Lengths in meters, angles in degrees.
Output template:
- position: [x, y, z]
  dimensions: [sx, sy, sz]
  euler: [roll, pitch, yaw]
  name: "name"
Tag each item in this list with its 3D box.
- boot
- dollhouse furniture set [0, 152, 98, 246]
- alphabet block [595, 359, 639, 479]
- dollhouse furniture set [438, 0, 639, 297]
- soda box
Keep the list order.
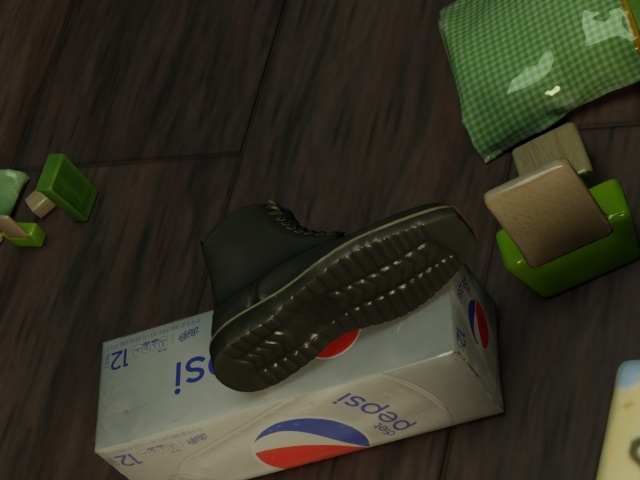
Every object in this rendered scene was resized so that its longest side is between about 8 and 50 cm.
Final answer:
- position: [0.000, 0.000, 1.199]
  dimensions: [0.198, 0.077, 0.137]
  euler: [-28, 41, 11]
  name: "boot"
- position: [-0.273, -0.040, 1.526]
  dimensions: [0.151, 0.058, 0.076]
  euler: [1, 60, 33]
  name: "dollhouse furniture set"
- position: [0.257, 0.193, 0.944]
  dimensions: [0.192, 0.193, 0.197]
  euler: [-1, 60, 33]
  name: "alphabet block"
- position: [0.173, -0.143, 1.252]
  dimensions: [0.197, 0.151, 0.301]
  euler: [-25, 49, 15]
  name: "dollhouse furniture set"
- position: [-0.018, 0.098, 1.249]
  dimensions: [0.286, 0.091, 0.098]
  euler: [-18, 50, 21]
  name: "soda box"
